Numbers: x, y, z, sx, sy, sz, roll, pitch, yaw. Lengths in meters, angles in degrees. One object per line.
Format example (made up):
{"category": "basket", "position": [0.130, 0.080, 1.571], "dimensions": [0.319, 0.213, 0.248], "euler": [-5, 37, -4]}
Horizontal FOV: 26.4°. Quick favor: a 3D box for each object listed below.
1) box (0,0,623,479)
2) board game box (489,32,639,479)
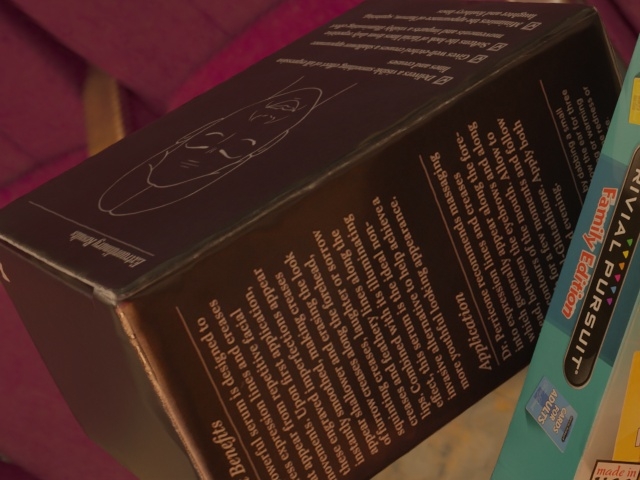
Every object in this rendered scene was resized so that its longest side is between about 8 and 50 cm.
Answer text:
{"category": "box", "position": [0.000, 0.000, 1.003], "dimensions": [0.395, 0.212, 0.293], "euler": [-32, 24, -21]}
{"category": "board game box", "position": [0.274, 0.024, 0.851], "dimensions": [0.079, 0.253, 0.336], "euler": [40, 118, 57]}
